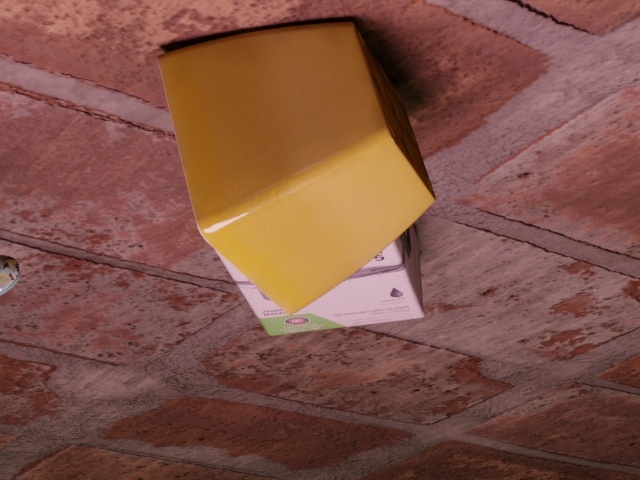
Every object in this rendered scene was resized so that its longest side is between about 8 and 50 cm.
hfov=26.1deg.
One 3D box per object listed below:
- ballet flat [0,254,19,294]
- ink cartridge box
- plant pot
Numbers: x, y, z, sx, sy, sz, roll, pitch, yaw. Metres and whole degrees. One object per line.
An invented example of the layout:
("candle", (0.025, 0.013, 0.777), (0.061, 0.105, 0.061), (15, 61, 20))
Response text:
("ballet flat", (-0.398, 0.040, 1.395), (0.188, 0.070, 0.070), (-15, 151, 16))
("ink cartridge box", (0.000, 0.000, 1.581), (0.198, 0.115, 0.273), (-7, 153, 10))
("plant pot", (-0.011, -0.087, 1.329), (0.187, 0.212, 0.212), (-24, 149, 12))
